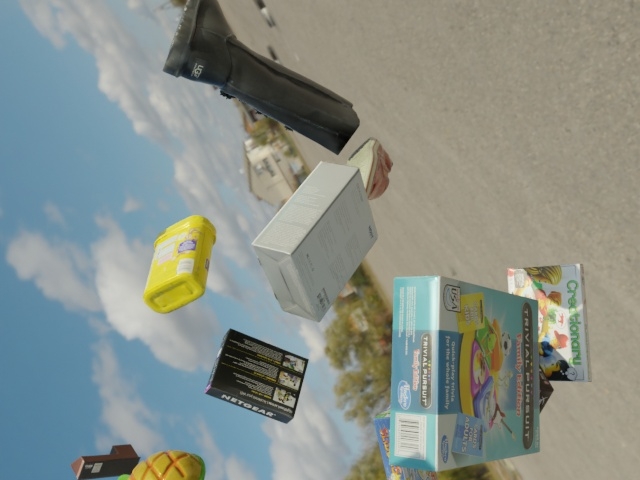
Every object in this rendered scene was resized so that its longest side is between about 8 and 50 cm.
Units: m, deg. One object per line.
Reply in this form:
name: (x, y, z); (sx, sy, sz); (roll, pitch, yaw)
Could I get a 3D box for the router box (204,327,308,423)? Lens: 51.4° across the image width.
router box: (-0.124, 0.270, 1.326); (0.179, 0.046, 0.133); (24, -127, -11)

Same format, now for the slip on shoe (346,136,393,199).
slip on shoe: (0.105, -0.135, 1.474); (0.101, 0.123, 0.331); (44, -154, -10)

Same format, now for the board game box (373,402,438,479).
board game box: (0.152, 0.378, 1.143); (0.136, 0.035, 0.201); (-16, -87, -62)

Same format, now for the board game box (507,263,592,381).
board game box: (0.606, 0.220, 1.768); (0.053, 0.193, 0.305); (11, -105, -56)

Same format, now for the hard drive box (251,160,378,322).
hard drive box: (0.000, 0.000, 1.210); (0.089, 0.232, 0.181); (14, 141, 33)

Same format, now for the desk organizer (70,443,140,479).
desk organizer: (-0.457, 0.470, 1.415); (0.130, 0.047, 0.050); (12, -164, -44)

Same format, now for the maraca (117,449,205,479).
maraca: (-0.273, 0.405, 1.083); (0.127, 0.186, 0.099); (-98, -13, -65)

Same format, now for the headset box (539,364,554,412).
headset box: (0.367, 0.303, 1.591); (0.218, 0.293, 0.110); (-101, 24, -58)

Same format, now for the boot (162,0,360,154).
boot: (-0.128, -0.407, 1.582); (0.445, 0.146, 0.367); (20, -140, -18)

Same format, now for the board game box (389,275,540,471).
board game box: (0.232, 0.199, 1.008); (0.336, 0.079, 0.253); (14, -105, -48)

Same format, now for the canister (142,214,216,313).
canister: (-0.263, 0.045, 1.249); (0.073, 0.126, 0.170); (51, -158, -33)
